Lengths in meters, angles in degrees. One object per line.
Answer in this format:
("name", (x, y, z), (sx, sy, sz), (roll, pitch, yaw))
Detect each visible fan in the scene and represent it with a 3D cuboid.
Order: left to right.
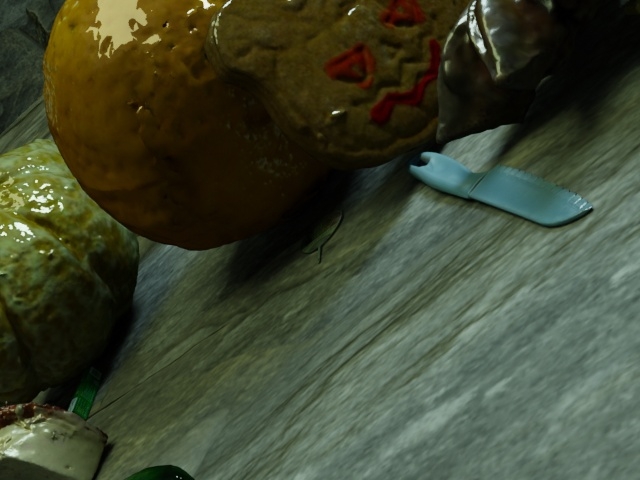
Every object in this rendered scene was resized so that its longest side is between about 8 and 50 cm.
("fan", (-0.004, 0.000, 1.257), (0.060, 0.003, 0.080), (-23, 31, 49))

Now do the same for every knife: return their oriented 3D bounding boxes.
("knife", (0.143, -0.048, 1.042), (0.044, 0.019, 0.313), (-47, 22, -5))

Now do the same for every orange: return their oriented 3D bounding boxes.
("orange", (-0.343, 0.055, 1.520), (0.210, 0.271, 0.369), (11, 48, 14))
("orange", (-0.139, -0.164, 1.321), (0.293, 0.340, 0.341), (18, 65, 42))

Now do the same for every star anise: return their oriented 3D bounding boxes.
("star anise", (0.192, -0.210, 1.059), (0.315, 0.108, 0.315), (-58, 2, 3))

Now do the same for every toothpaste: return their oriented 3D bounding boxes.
("toothpaste", (-0.280, 0.183, 1.451), (0.017, 0.020, 0.083), (-39, 22, 28))

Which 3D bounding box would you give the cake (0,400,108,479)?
("cake", (-0.340, 0.250, 1.315), (0.220, 0.116, 0.086), (-30, 33, 36))

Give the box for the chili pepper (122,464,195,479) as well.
("chili pepper", (-0.169, 0.273, 0.971), (0.264, 0.116, 0.148), (-35, 13, 30))

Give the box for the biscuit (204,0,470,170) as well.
("biscuit", (0.034, -0.203, 1.190), (0.273, 0.257, 0.049), (-53, 6, -33))

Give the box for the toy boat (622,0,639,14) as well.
("toy boat", (0.306, -0.239, 1.007), (0.149, 0.049, 0.047), (-49, 21, -3))
